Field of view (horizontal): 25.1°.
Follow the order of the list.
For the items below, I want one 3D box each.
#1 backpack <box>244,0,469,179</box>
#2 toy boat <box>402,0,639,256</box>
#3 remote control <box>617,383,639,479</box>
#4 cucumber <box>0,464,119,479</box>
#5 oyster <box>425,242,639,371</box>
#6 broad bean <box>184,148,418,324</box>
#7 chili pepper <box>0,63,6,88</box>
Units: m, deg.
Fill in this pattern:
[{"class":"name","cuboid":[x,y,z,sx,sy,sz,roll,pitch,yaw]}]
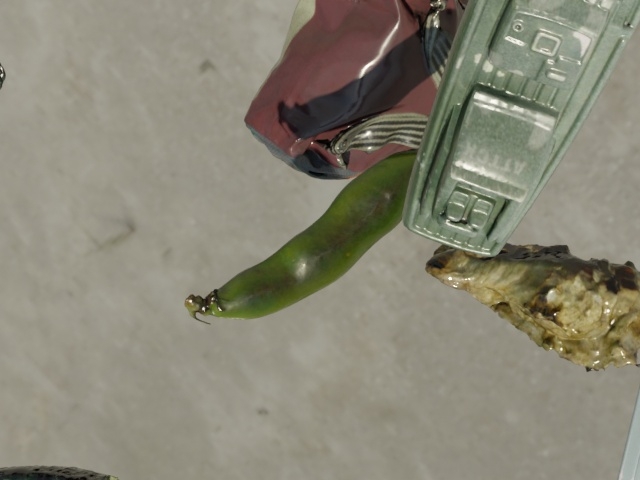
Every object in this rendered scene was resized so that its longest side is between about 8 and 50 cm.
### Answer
[{"class":"backpack","cuboid":[0.090,-0.190,1.656,0.197,0.283,0.317,41,-163,34]},{"class":"toy boat","cuboid":[0.101,-0.088,0.678,0.078,0.085,0.260,19,134,-2]},{"class":"remote control","cuboid":[0.281,0.140,1.152,0.047,0.087,0.244,28,133,30]},{"class":"cucumber","cuboid":[-0.259,0.236,1.331,0.214,0.058,0.052,-3,176,40]},{"class":"oyster","cuboid":[0.317,0.067,2.017,0.337,0.198,0.133,14,119,23]},{"class":"broad bean","cuboid":[0.002,0.004,1.228,0.065,0.254,0.046,57,169,-12]},{"class":"chili pepper","cuboid":[-0.339,-0.049,1.072,0.136,0.270,0.099,1,123,10]}]
